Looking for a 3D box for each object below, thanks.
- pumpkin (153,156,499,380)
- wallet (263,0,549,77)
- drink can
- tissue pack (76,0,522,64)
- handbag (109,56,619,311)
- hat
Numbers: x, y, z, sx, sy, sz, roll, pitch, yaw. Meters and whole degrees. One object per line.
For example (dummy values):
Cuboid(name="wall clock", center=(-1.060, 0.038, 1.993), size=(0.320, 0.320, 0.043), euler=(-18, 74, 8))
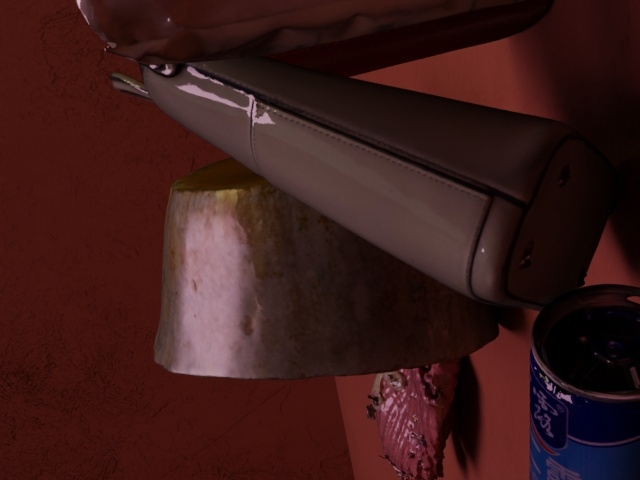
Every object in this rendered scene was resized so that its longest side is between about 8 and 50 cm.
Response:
Cuboid(name="pumpkin", center=(0.000, 0.000, 1.205), size=(0.332, 0.333, 0.199), euler=(-142, 46, -82))
Cuboid(name="wallet", center=(0.044, -0.145, 0.886), size=(0.142, 0.205, 0.045), euler=(142, 113, -86))
Cuboid(name="drink can", center=(0.174, 0.143, 0.785), size=(0.097, 0.097, 0.235), euler=(-109, 10, -50))
Cuboid(name="tissue pack", center=(-0.003, -0.232, 0.701), size=(0.380, 0.297, 0.207), euler=(-122, 20, -71))
Cuboid(name="handbag", center=(0.014, -0.066, 0.779), size=(0.109, 0.315, 0.241), euler=(-64, -23, 3))
Cuboid(name="hat", center=(0.107, 0.187, 1.522), size=(0.236, 0.107, 0.286), euler=(-93, 1, -49))
